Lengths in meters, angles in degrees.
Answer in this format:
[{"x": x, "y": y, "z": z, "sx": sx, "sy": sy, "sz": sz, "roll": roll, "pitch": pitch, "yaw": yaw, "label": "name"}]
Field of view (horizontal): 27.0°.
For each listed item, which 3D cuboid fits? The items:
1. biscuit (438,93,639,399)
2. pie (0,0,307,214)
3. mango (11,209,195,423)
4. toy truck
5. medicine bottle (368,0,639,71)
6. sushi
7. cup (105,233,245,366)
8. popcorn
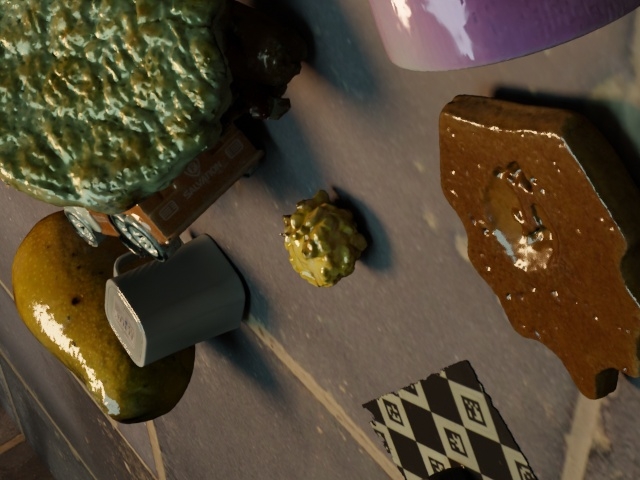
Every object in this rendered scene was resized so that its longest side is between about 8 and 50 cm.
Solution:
[{"x": 0.153, "y": 0.008, "z": 0.848, "sx": 0.182, "sy": 0.034, "sz": 0.215, "roll": 21, "pitch": 138, "yaw": 57, "label": "biscuit"}, {"x": -0.175, "y": -0.154, "z": 1.051, "sx": 0.274, "sy": 0.257, "sz": 0.105, "roll": 52, "pitch": -178, "yaw": 16, "label": "pie"}, {"x": -0.248, "y": 0.080, "z": 1.574, "sx": 0.329, "sy": 0.176, "sz": 0.175, "roll": 38, "pitch": 164, "yaw": 42, "label": "mango"}, {"x": -0.202, "y": -0.097, "z": 1.274, "sx": 0.184, "sy": 0.133, "sz": 0.338, "roll": 52, "pitch": 161, "yaw": -20, "label": "toy truck"}, {"x": 0.061, "y": -0.221, "z": 0.613, "sx": 0.152, "sy": 0.152, "sz": 0.254, "roll": 18, "pitch": 134, "yaw": 58, "label": "medicine bottle"}, {"x": 0.131, "y": 0.260, "z": 1.174, "sx": 0.290, "sy": 0.050, "sz": 0.264, "roll": 59, "pitch": 157, "yaw": 3, "label": "sushi"}, {"x": -0.163, "y": 0.053, "z": 1.438, "sx": 0.128, "sy": 0.129, "sz": 0.095, "roll": 53, "pitch": 150, "yaw": 25, "label": "cup"}, {"x": 0.000, "y": 0.000, "z": 1.124, "sx": 0.083, "sy": 0.057, "sz": 0.082, "roll": 41, "pitch": 157, "yaw": 31, "label": "popcorn"}]
